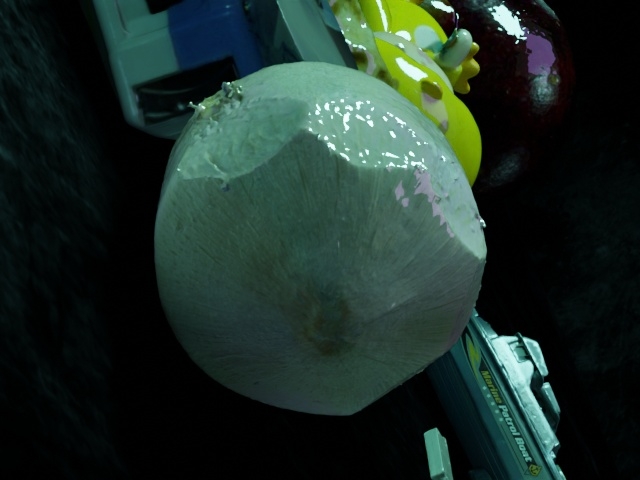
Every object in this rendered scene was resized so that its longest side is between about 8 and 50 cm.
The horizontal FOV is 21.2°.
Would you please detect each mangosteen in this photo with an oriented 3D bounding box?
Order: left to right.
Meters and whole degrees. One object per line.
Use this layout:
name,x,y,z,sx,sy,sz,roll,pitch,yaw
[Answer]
mangosteen,0.145,-0.186,2.073,0.347,0.307,0.307,-9,72,-49

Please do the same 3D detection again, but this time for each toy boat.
toy boat,0.191,0.174,1.841,0.114,0.122,0.296,95,-23,-57

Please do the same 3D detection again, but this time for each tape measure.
tape measure,-0.092,-0.196,1.276,0.262,0.138,0.259,66,9,4

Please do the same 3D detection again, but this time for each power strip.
power strip,0.116,0.213,1.664,0.027,0.017,0.083,60,12,-29

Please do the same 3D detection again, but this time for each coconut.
coconut,0.000,0.000,1.075,0.224,0.224,0.234,63,9,-12

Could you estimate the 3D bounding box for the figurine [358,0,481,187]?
figurine,0.072,-0.142,1.678,0.215,0.187,0.344,36,32,-5

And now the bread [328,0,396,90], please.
bread,-0.013,-0.125,1.461,0.130,0.152,0.268,41,26,-85
